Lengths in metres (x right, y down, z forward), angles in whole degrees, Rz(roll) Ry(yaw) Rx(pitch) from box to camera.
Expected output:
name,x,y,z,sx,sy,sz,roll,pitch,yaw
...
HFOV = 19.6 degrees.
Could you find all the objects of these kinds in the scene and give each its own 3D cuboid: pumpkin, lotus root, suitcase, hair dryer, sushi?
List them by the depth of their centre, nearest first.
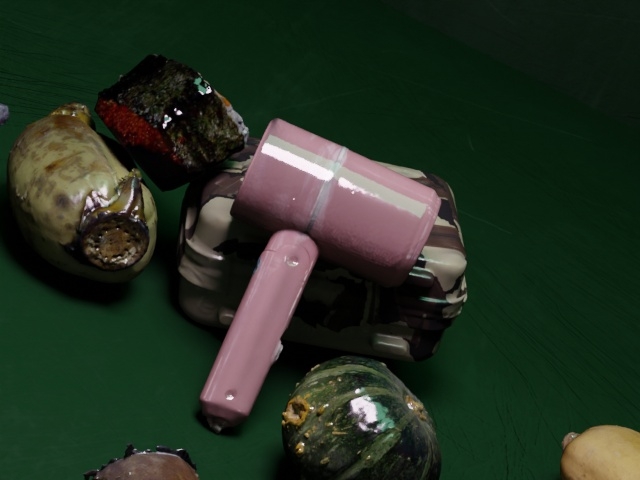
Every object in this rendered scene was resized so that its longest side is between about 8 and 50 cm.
name,x,y,z,sx,sy,sz,roll,pitch,yaw
pumpkin,0.043,0.209,1.925,0.190,0.146,0.190,47,0,0
hair dryer,-0.027,0.060,2.020,0.210,0.352,0.125,24,-17,-2
lotus root,0.381,0.307,2.103,0.146,0.131,0.303,5,30,-40
lotus root,-0.279,-0.058,2.173,0.173,0.173,0.309,15,23,-26
sushi,-0.179,-0.142,2.200,0.136,0.126,0.225,49,-3,-24
suitcase,0.000,0.000,2.277,0.351,0.194,0.339,11,28,-8

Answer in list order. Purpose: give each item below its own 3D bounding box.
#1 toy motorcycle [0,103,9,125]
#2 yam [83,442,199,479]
name,x,y,z,sx,sy,sz,roll,pitch,yaw
toy motorcycle,-0.537,-0.188,2.215,0.223,0.108,0.340,17,4,32
yam,-0.128,0.295,1.573,0.131,0.131,0.280,14,25,-28
